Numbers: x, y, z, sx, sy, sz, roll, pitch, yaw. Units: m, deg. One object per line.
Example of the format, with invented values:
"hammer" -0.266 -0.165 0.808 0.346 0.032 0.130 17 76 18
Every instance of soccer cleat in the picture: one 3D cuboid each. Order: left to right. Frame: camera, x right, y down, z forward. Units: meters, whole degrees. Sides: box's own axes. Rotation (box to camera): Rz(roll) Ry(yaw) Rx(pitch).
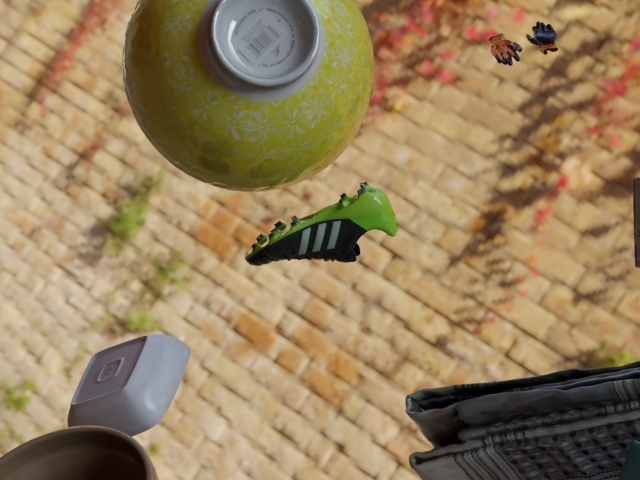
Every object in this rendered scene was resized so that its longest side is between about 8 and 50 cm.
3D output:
"soccer cleat" 0.000 0.000 1.540 0.072 0.179 0.060 62 20 -12

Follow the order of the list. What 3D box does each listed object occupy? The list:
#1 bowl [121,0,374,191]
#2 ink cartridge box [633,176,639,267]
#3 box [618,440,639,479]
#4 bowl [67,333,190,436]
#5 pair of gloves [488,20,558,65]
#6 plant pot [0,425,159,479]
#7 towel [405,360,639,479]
"bowl" -0.070 -0.206 1.523 0.289 0.289 0.156 33 -11 -4
"ink cartridge box" 0.524 -0.023 1.893 0.176 0.127 0.128 5 -8 -42
"box" 0.263 0.293 1.121 0.101 0.244 0.060 19 1 -23
"bowl" -0.230 0.168 1.633 0.053 0.142 0.142 54 34 -28
"pair of gloves" 0.252 -0.245 1.742 0.074 0.083 0.010 -99 171 -54
"plant pot" -0.271 0.318 1.496 0.237 0.237 0.109 32 -29 48
"towel" 0.264 0.227 1.259 0.312 0.056 0.324 -12 -48 27
